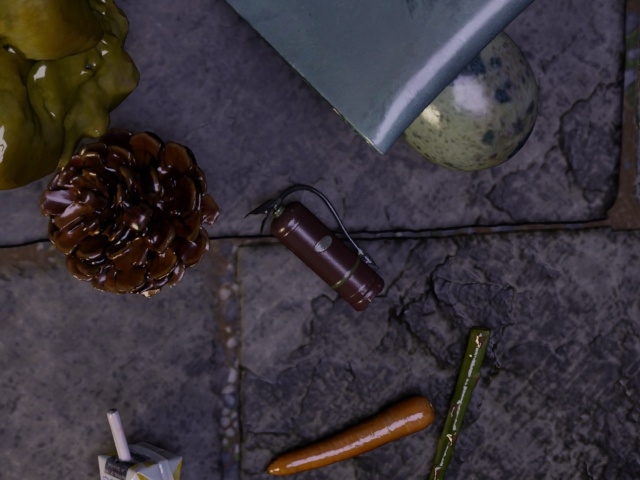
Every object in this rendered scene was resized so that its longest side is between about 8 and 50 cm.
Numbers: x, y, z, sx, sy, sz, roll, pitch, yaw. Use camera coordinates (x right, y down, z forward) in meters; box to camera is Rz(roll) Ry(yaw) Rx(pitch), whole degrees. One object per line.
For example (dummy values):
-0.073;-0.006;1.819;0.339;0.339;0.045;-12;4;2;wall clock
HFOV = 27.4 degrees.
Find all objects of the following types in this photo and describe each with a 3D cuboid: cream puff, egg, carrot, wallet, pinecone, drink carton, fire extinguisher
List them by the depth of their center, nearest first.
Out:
-0.275;-0.183;1.077;0.275;0.378;0.378;34;93;-18;cream puff
0.044;-0.259;1.194;0.251;0.054;0.290;-44;76;5;wallet
-0.181;-0.028;1.208;0.173;0.173;0.174;-3;103;-12;pinecone
0.127;-0.150;1.263;0.141;0.141;0.182;-40;96;-2;egg
-0.181;0.256;1.310;0.074;0.084;0.200;-10;107;-43;drink carton
0.000;0.000;1.319;0.157;0.045;0.078;42;62;-17;fire extinguisher
0.032;0.211;1.373;0.190;0.037;0.037;-23;106;-6;carrot

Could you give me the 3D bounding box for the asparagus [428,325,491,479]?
0.136;0.208;1.403;0.025;0.024;0.249;22;99;27;asparagus
